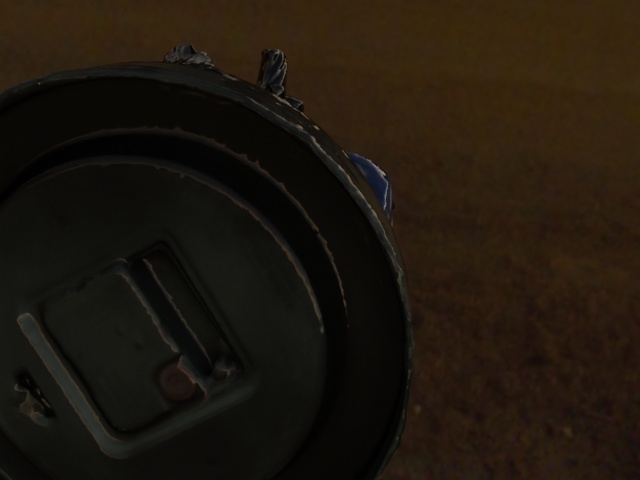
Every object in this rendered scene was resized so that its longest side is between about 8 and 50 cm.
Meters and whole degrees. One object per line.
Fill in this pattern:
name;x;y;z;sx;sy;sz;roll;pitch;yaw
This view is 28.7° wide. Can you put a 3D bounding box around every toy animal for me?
toy animal;-0.106;-0.123;1.017;0.117;0.121;0.210;59;16;11

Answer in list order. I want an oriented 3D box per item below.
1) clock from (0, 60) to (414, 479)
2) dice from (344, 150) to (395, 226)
clock;-0.101;0.052;0.748;0.325;0.325;0.067;12;19;7
dice;0.000;0.000;1.278;0.146;0.146;0.143;4;50;9
